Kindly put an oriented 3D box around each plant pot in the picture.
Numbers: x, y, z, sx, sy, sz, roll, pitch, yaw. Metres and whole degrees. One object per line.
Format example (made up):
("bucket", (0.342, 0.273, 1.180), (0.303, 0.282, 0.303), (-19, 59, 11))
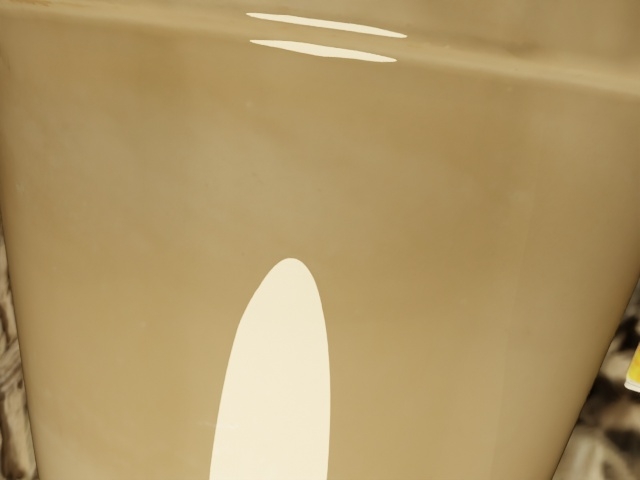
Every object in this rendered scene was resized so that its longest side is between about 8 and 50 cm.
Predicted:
("plant pot", (0.000, 0.000, 0.540), (0.323, 0.323, 0.280), (14, 98, 53))

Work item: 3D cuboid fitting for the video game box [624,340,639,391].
("video game box", (0.222, -0.006, 0.447), (0.187, 0.048, 0.205), (27, 92, 52))
